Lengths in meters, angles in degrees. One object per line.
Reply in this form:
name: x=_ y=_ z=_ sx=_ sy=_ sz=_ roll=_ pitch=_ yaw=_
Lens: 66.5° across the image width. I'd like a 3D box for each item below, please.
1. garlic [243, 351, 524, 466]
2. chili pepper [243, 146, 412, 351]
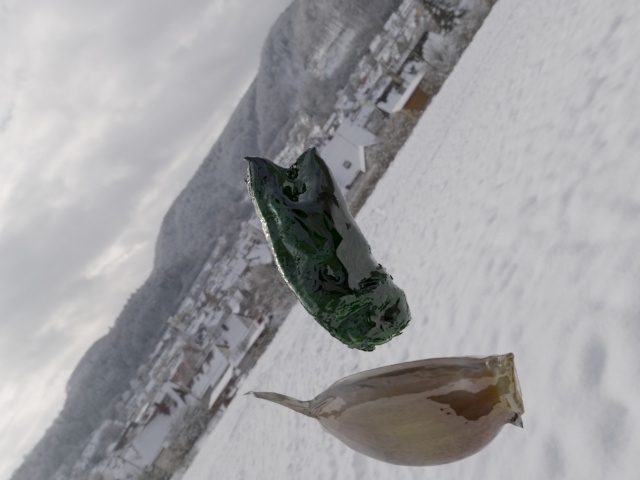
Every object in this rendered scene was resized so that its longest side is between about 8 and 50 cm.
garlic: x=0.069 y=0.177 z=0.513 sx=0.267 sy=0.148 sz=0.128 roll=-15 pitch=17 yaw=7
chili pepper: x=0.000 y=-0.001 z=0.459 sx=0.098 sy=0.224 sz=0.061 roll=-28 pitch=-14 yaw=-15
